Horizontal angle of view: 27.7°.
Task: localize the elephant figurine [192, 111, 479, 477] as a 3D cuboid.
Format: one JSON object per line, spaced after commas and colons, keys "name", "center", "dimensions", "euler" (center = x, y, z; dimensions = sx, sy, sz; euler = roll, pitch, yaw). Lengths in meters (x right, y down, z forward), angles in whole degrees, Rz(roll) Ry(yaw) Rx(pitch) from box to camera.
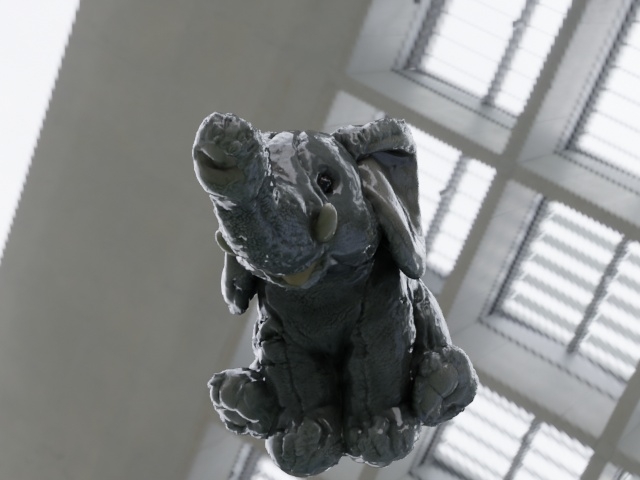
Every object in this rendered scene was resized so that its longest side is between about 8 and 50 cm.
{"name": "elephant figurine", "center": [0.000, 0.000, 0.753], "dimensions": [0.186, 0.169, 0.239], "euler": [26, -43, 57]}
